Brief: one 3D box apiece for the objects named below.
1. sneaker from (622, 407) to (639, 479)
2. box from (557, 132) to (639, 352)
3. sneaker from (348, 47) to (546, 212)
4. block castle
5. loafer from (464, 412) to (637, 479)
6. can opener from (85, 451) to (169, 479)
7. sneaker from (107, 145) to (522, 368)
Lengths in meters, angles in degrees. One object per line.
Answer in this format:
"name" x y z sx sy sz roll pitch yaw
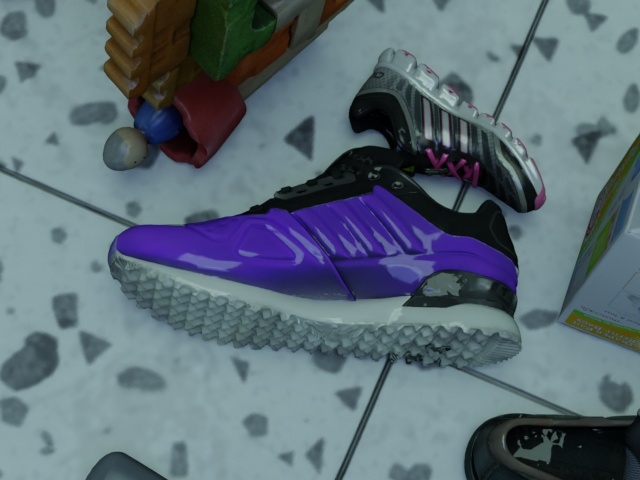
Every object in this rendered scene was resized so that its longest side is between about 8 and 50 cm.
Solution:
"sneaker" 0.184 0.242 0.965 0.153 0.101 0.268 -7 98 0
"box" 0.245 -0.002 1.029 0.103 0.203 0.114 20 70 3
"sneaker" 0.088 -0.067 1.118 0.170 0.063 0.075 41 74 15
"block castle" -0.130 -0.251 0.969 0.303 0.453 0.213 42 67 10
"loafer" 0.236 0.163 1.035 0.267 0.084 0.096 5 71 -1
"can opener" -0.046 0.251 0.995 0.283 0.076 0.095 31 72 8
"sneaker" 0.000 0.000 1.075 0.293 0.102 0.146 9 69 -7
